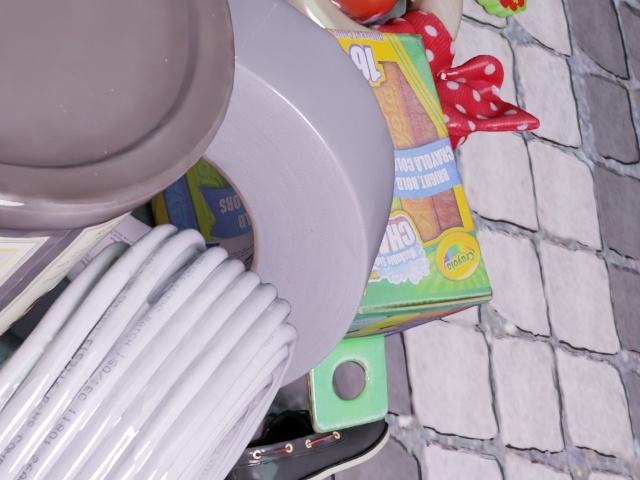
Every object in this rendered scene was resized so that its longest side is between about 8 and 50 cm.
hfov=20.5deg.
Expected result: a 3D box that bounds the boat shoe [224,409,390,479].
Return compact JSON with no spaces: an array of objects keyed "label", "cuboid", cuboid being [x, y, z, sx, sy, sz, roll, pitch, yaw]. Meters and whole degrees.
[{"label":"boat shoe","cuboid":[-0.007,0.116,1.012,0.133,0.049,0.042,-20,96,-47]}]

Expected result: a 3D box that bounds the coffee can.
[{"label":"coffee can","cuboid":[-0.191,-0.032,0.664,0.202,0.275,0.201,23,48,-28]}]

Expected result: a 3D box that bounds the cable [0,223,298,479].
[{"label":"cable","cuboid":[-0.108,0.113,0.745,0.089,0.257,0.257,35,49,4]}]

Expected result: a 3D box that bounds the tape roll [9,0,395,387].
[{"label":"tape roll","cuboid":[-0.076,-0.025,0.862,0.219,0.219,0.072,50,33,-20]}]

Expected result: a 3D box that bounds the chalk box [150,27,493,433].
[{"label":"chalk box","cuboid":[0.000,0.000,1.010,0.132,0.132,0.213,-5,76,-50]}]

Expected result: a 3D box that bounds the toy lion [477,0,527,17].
[{"label":"toy lion","cuboid":[0.138,-0.222,1.358,0.100,0.034,0.096,-40,110,-50]}]

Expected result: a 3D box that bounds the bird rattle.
[{"label":"bird rattle","cuboid":[0.038,-0.163,1.180,0.207,0.143,0.253,21,70,-28]}]
